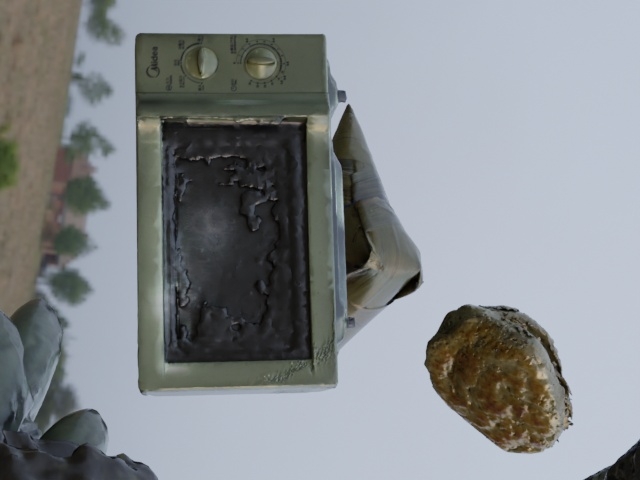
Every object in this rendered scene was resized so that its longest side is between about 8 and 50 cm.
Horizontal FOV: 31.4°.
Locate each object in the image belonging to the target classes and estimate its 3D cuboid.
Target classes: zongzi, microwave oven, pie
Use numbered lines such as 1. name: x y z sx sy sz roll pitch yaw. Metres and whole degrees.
1. zongzi: 0.000 0.000 1.535 0.260 0.123 0.289 -47 -133 33
2. microwave oven: -0.082 -0.015 1.210 0.286 0.219 0.354 117 -29 -79
3. pie: 0.201 0.155 1.292 0.079 0.163 0.193 -52 130 -52

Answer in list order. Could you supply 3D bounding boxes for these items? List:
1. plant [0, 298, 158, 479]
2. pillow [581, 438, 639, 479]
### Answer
1. plant: -0.150 0.120 0.511 0.274 0.146 0.149 49 -51 50
2. pillow: 0.256 0.182 0.801 0.335 0.162 0.092 126 -39 -48
